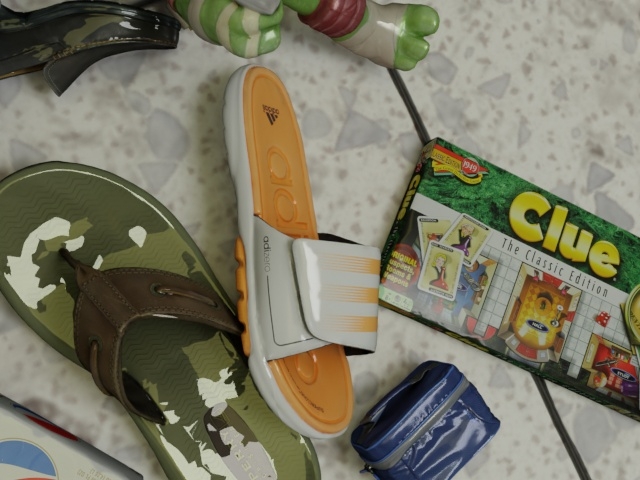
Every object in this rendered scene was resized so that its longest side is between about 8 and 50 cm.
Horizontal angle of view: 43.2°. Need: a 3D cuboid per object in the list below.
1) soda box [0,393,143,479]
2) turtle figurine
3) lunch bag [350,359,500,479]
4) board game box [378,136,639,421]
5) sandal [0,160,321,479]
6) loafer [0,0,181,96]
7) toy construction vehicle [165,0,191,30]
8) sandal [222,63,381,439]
[{"bbox_3d":[-0.217,0.127,0.493,0.216,0.069,0.074,33,76,-8],"label":"soda box"},{"bbox_3d":[-0.009,-0.205,0.482,0.266,0.274,0.198,5,57,-42],"label":"turtle figurine"},{"bbox_3d":[0.067,0.132,0.565,0.098,0.067,0.065,-41,93,-15],"label":"lunch bag"},{"bbox_3d":[0.175,0.035,0.628,0.259,0.030,0.136,24,75,-10],"label":"board game box"},{"bbox_3d":[-0.096,0.069,0.523,0.120,0.086,0.303,-40,93,-16],"label":"sandal"},{"bbox_3d":[-0.179,-0.128,0.550,0.170,0.062,0.061,-4,95,-7],"label":"loafer"},{"bbox_3d":[-0.087,-0.206,0.597,0.098,0.035,0.086,-47,106,-13],"label":"toy construction vehicle"},{"bbox_3d":[-0.006,-0.001,0.541,0.102,0.076,0.265,-1,78,-58],"label":"sandal"}]
